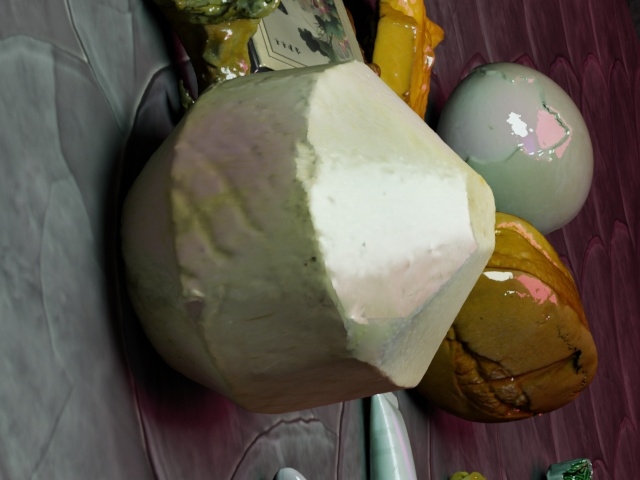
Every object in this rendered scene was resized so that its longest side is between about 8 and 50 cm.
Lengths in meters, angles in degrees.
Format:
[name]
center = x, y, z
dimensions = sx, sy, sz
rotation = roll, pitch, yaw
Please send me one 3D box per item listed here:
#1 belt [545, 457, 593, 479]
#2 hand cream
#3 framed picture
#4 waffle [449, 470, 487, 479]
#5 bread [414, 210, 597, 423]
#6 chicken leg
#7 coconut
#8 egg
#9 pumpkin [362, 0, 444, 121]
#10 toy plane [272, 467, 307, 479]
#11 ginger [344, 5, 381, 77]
[belt]
center = 0.327, 0.351, 2.229
dimensions = 0.151, 0.079, 0.121
rotation = 72, 8, -56
[hand cream]
center = 0.069, 0.232, 1.587
dimensions = 0.078, 0.050, 0.205
rotation = 46, 35, -59
[framed picture]
center = -0.022, -0.192, 1.430
dimensions = 0.195, 0.010, 0.199
rotation = 17, 49, -52
[waffle]
center = 0.178, 0.379, 1.814
dimensions = 0.249, 0.056, 0.253
rotation = 55, 30, -50
[bread]
center = 0.174, 0.087, 1.732
dimensions = 0.270, 0.195, 0.143
rotation = 55, 25, -44
[chicken leg]
center = -0.076, -0.174, 1.279
dimensions = 0.088, 0.103, 0.228
rotation = -86, 166, -76
[coconut]
center = 0.000, 0.000, 1.193
dimensions = 0.259, 0.259, 0.259
rotation = -9, 90, -71
[egg]
center = 0.220, -0.112, 1.968
dimensions = 0.183, 0.183, 0.217
rotation = -73, 145, -52
[pumpkin]
center = 0.090, -0.179, 1.723
dimensions = 0.258, 0.095, 0.290
rotation = 78, 11, -59
[toy plane]
center = -0.003, 0.261, 1.348
dimensions = 0.162, 0.065, 0.171
rotation = -60, 143, -78
[ginger]
center = 0.011, -0.169, 1.561
dimensions = 0.162, 0.073, 0.103
rotation = -51, 129, -66
